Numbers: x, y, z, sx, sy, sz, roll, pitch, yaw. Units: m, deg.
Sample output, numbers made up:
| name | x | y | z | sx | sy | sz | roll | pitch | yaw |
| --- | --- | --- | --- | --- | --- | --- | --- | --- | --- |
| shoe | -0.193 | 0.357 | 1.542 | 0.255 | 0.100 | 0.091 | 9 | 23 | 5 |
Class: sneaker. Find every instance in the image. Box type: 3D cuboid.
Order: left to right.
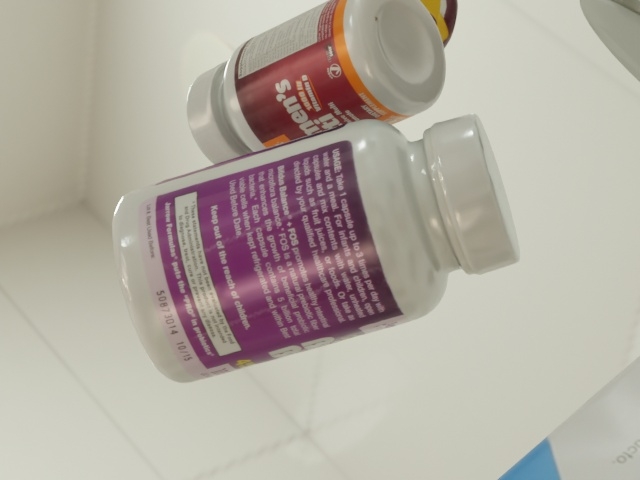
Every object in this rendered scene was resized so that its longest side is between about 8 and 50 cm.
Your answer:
| name | x | y | z | sx | sy | sz | roll | pitch | yaw |
| --- | --- | --- | --- | --- | --- | --- | --- | --- | --- |
| sneaker | 0.094 | -0.211 | 1.965 | 0.185 | 0.069 | 0.084 | -60 | -5 | -14 |

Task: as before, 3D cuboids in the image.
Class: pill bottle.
| name | x | y | z | sx | sy | sz | roll | pitch | yaw |
| --- | --- | --- | --- | --- | --- | --- | --- | --- | --- |
| pill bottle | -0.008 | -0.137 | 1.603 | 0.221 | 0.121 | 0.121 | -21 | -18 | 40 |
| pill bottle | 0.000 | 0.000 | 1.468 | 0.301 | 0.169 | 0.169 | -16 | -37 | 11 |

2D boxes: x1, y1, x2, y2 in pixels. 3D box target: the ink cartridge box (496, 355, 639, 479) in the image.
| name | x | y | z | sx | sy | sz | roll | pitch | yaw |
| --- | --- | --- | --- | --- | --- | --- | --- | --- | --- |
| ink cartridge box | 0.214 | 0.209 | 0.561 | 0.285 | 0.395 | 0.166 | -37 | -43 | -18 |

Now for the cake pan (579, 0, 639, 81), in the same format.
| name | x | y | z | sx | sy | sz | roll | pitch | yaw |
| --- | --- | --- | --- | --- | --- | --- | --- | --- | --- |
| cake pan | 0.340 | -0.151 | 1.598 | 0.054 | 0.293 | 0.293 | -49 | -37 | -1 |
